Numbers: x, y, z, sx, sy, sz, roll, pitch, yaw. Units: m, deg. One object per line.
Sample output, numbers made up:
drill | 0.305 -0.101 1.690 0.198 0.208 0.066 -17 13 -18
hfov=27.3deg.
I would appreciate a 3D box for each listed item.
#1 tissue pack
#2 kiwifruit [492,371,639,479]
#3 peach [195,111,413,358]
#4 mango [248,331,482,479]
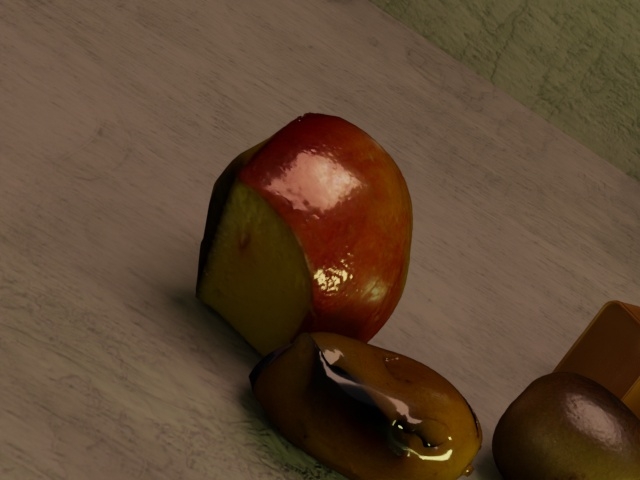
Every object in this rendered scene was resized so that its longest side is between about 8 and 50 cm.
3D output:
tissue pack | 0.540 0.218 2.145 0.275 0.194 0.145 14 30 -41
kiwifruit | 0.344 0.289 1.743 0.234 0.196 0.196 48 25 14
peach | 0.000 0.000 1.719 0.242 0.306 0.380 34 16 18
mango | 0.059 0.201 1.570 0.287 0.152 0.201 29 26 -11
